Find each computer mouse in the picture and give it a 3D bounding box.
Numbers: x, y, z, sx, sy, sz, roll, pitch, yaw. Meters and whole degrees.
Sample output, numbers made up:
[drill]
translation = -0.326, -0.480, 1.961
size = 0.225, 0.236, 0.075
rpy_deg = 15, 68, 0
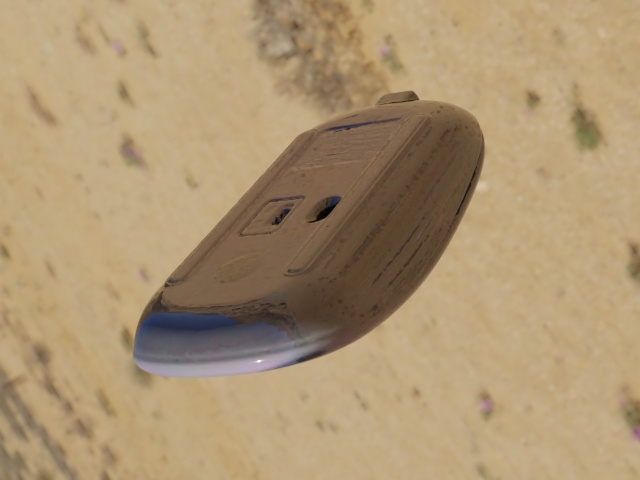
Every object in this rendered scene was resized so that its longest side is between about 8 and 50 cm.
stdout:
[computer mouse]
translation = 0.000, 0.001, 0.742
size = 0.120, 0.232, 0.057
rpy_deg = -6, 118, 31
